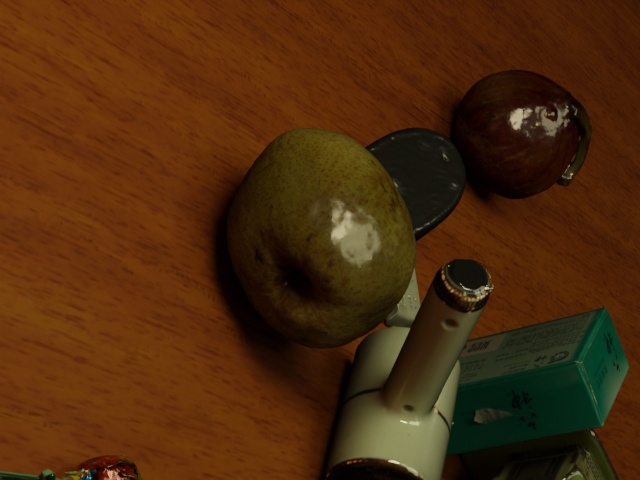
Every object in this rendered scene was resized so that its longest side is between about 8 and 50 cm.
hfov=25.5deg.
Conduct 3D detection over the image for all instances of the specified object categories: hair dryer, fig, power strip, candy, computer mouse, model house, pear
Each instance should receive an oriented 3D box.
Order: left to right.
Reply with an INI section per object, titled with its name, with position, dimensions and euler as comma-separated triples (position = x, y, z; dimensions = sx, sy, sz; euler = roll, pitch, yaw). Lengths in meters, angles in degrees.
[candy]
position = -0.232, 0.199, 1.175
dimensions = 0.201, 0.060, 0.061
euler = 17, 60, -45
[pear]
position = 0.000, 0.000, 1.507
dimensions = 0.229, 0.188, 0.211
euler = 60, 20, -19
[computer mouse]
position = 0.069, -0.045, 1.736
dimensions = 0.269, 0.086, 0.138
euler = -33, 86, -39
[power strip]
position = 0.090, -0.005, 1.818
dimensions = 0.060, 0.027, 0.253
euler = 18, 59, -54
[hair dryer]
position = 0.110, 0.132, 1.506
dimensions = 0.128, 0.362, 0.203
euler = 19, 46, -1
[model house]
position = 0.235, 0.376, 1.706
dimensions = 0.279, 0.204, 0.218
euler = -45, 112, -49
[fig]
position = 0.302, -0.161, 2.089
dimensions = 0.205, 0.205, 0.205
euler = 34, 47, -46

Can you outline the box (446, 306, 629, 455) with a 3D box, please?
[box]
position = 0.242, 0.178, 1.751
dimensions = 0.153, 0.244, 0.092
euler = -43, 114, -56
